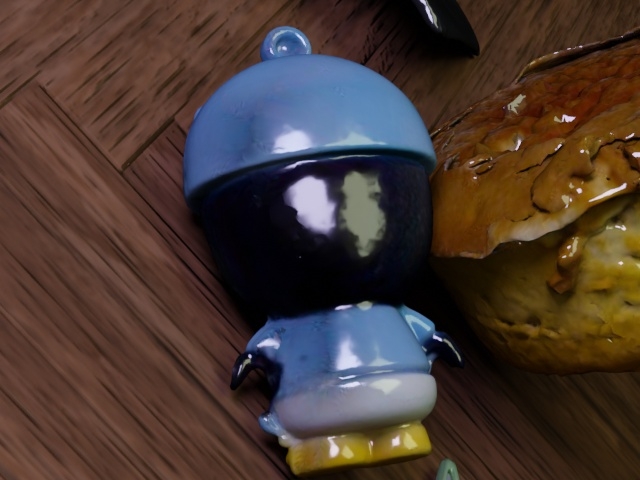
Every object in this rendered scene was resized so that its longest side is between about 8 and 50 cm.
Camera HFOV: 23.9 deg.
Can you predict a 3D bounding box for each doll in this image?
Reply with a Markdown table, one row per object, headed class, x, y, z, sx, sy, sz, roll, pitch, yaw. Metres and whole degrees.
| class | x | y | z | sx | sy | sz | roll | pitch | yaw |
| --- | --- | --- | --- | --- | --- | --- | --- | --- | --- |
| doll | 0.000 | 0.000 | 1.029 | 0.177 | 0.141 | 0.314 | -5 | 75 | -17 |

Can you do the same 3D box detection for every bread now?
| class | x | y | z | sx | sy | sz | roll | pitch | yaw |
| --- | --- | --- | --- | --- | --- | --- | --- | --- | --- |
| bread | 0.237 | -0.040 | 1.158 | 0.204 | 0.337 | 0.358 | 61 | 14 | -13 |

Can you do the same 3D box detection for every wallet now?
| class | x | y | z | sx | sy | sz | roll | pitch | yaw |
| --- | --- | --- | --- | --- | --- | --- | --- | --- | --- |
| wallet | 0.042 | -0.308 | 1.345 | 0.323 | 0.041 | 0.247 | 60 | 14 | 4 |

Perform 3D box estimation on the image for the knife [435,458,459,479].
| class | x | y | z | sx | sy | sz | roll | pitch | yaw |
| --- | --- | --- | --- | --- | --- | --- | --- | --- | --- |
| knife | 0.081 | 0.271 | 1.000 | 0.043 | 0.020 | 0.293 | 31 | 44 | -31 |
